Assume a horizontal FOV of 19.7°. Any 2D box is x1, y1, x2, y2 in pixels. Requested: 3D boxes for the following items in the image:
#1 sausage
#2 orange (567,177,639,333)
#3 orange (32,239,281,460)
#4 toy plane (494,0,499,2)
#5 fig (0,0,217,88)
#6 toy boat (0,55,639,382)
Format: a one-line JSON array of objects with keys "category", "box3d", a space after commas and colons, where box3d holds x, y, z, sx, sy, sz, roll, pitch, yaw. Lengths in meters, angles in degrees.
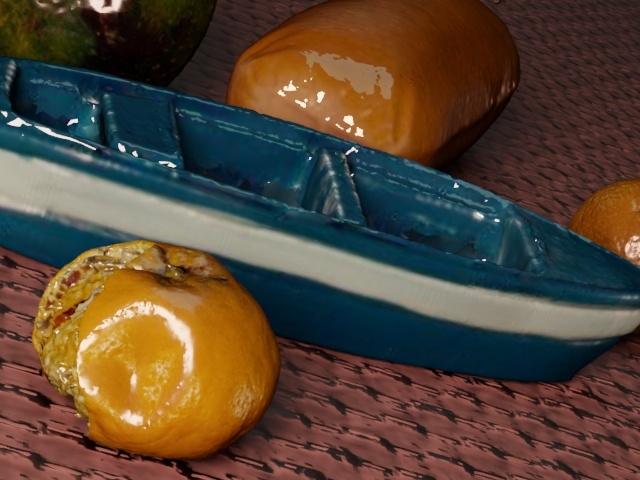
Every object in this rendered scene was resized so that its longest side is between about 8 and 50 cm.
[{"category": "sausage", "box3d": [0.034, -0.079, 0.935, 0.105, 0.105, 0.274, 26, 20, 10]}, {"category": "orange", "box3d": [0.155, 0.008, 0.875, 0.085, 0.085, 0.085, 19, 20, -7]}, {"category": "orange", "box3d": [-0.051, 0.033, 0.612, 0.086, 0.062, 0.086, 22, 20, -8]}, {"category": "toy plane", "box3d": [0.064, -0.289, 1.529, 0.242, 0.104, 0.256, 37, 27, -1]}, {"category": "fig", "box3d": [-0.105, -0.125, 0.891, 0.123, 0.123, 0.156, 23, 8, 4]}, {"category": "toy boat", "box3d": [0.000, 0.000, 0.749, 0.299, 0.062, 0.096, 16, 20, -14]}]
